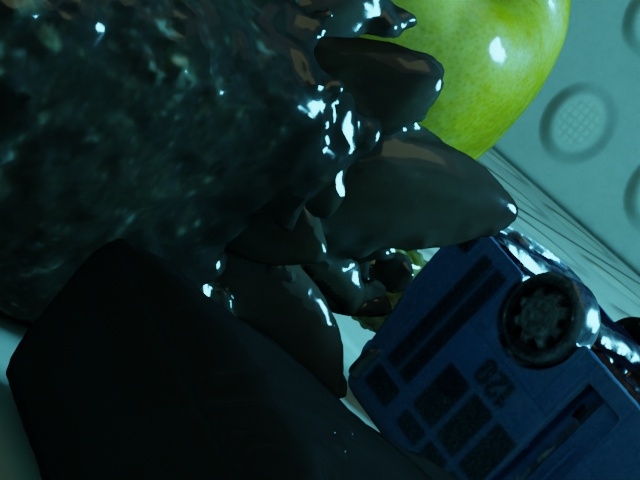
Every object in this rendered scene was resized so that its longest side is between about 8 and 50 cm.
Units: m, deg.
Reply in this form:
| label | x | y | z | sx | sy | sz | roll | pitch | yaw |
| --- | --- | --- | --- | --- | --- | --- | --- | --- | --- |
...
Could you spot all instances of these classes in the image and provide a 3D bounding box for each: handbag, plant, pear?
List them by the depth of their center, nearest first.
| label | x | y | z | sx | sy | sz | roll | pitch | yaw |
| --- | --- | --- | --- | --- | --- | --- | --- | --- | --- |
| handbag | 0.022 | 0.114 | 0.557 | 0.223 | 0.080 | 0.247 | 33 | 11 | -33 |
| plant | -0.060 | -0.049 | 0.690 | 0.321 | 0.181 | 0.194 | 12 | 48 | -49 |
| pear | 0.014 | -0.173 | 1.222 | 0.314 | 0.314 | 0.314 | 37 | 10 | -7 |

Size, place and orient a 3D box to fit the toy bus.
| label | x | y | z | sx | sy | sz | roll | pitch | yaw |
| --- | --- | --- | --- | --- | --- | --- | --- | --- | --- |
| toy bus | 0.119 | 0.106 | 0.791 | 0.116 | 0.133 | 0.234 | 25 | 22 | -50 |

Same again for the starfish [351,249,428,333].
| label | x | y | z | sx | sy | sz | roll | pitch | yaw |
| --- | --- | --- | --- | --- | --- | --- | --- | --- | --- |
| starfish | 0.000 | 0.000 | 1.030 | 0.432 | 0.082 | 0.324 | 37 | 8 | -13 |
